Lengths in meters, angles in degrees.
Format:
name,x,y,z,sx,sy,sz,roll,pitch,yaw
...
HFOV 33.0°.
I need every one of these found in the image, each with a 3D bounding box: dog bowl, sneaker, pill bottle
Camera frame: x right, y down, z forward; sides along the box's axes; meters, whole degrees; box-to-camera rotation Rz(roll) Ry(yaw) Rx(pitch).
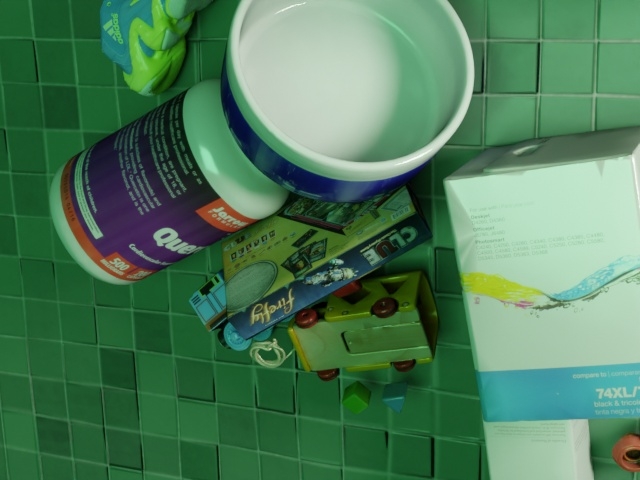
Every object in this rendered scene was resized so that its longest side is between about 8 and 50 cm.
name,x,y,z,sx,sy,sz,roll,pitch,yaw
dog bowl,0.025,-0.178,1.175,0.265,0.265,0.104,46,158,6
sneaker,-0.208,-0.301,1.334,0.126,0.091,0.240,35,115,11
pill bottle,-0.164,-0.080,1.324,0.323,0.181,0.181,-25,93,27

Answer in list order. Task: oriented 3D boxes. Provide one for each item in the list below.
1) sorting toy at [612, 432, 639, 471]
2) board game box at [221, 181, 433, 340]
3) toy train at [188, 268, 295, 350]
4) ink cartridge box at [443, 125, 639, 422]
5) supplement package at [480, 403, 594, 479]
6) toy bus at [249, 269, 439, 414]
name,x,y,z,sx,sy,sz,roll,pitch,yaw
sorting toy,0.391,0.236,1.259,0.102,0.042,0.061,-4,118,12
board game box,0.000,0.000,1.254,0.243,0.165,0.042,-29,120,10
toy train,-0.079,0.064,1.387,0.184,0.080,0.105,-40,81,27
ink cartridge box,0.269,0.031,1.162,0.197,0.198,0.270,-6,102,25
supplement package,0.260,0.253,1.278,0.105,0.105,0.179,-3,102,23
toy bus,0.046,0.099,1.324,0.202,0.104,0.191,28,127,-8
